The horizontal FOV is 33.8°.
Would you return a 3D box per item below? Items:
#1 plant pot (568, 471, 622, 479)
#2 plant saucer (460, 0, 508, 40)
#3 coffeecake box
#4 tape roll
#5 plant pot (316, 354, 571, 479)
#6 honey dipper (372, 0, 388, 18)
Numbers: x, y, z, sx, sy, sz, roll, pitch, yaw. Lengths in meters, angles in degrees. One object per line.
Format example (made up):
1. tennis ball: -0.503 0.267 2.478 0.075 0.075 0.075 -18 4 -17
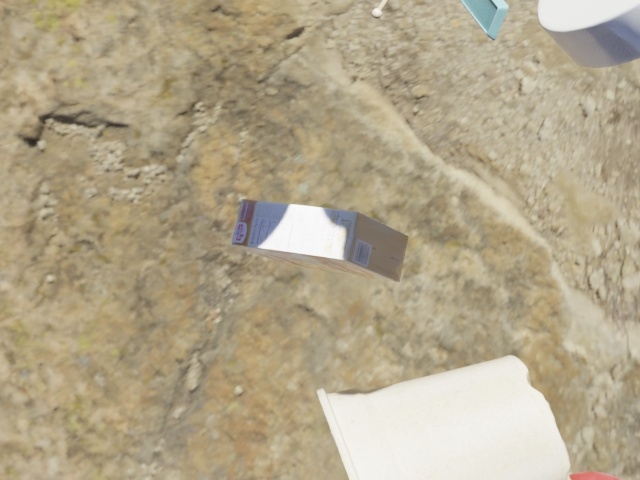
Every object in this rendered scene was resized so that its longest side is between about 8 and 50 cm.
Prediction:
1. plant pot: 0.431 0.483 1.663 0.191 0.174 0.191 2 99 13
2. plant saucer: 0.267 -0.424 1.821 0.018 0.192 0.067 -1 132 -24
3. coffeecake box: 0.000 0.000 1.408 0.186 0.142 0.068 8 82 34
4. tape roll: 0.441 -0.375 1.301 0.392 0.392 0.072 -38 110 23
5. plant pot: 0.194 0.325 1.586 0.306 0.334 0.333 -22 97 -3
6. honey dipper: 0.139 -0.457 1.854 0.030 0.030 0.160 40 115 5
